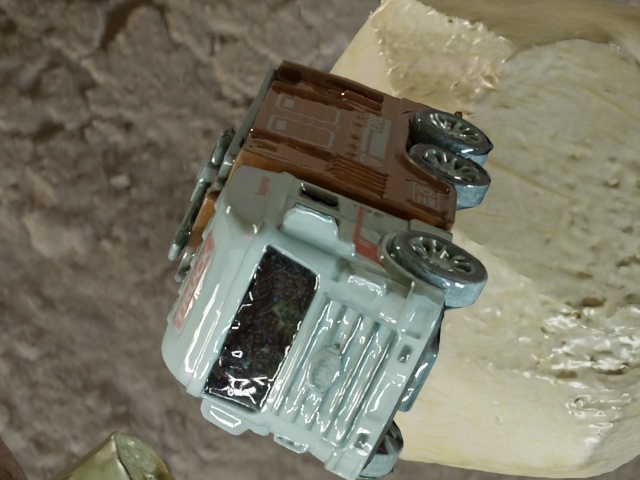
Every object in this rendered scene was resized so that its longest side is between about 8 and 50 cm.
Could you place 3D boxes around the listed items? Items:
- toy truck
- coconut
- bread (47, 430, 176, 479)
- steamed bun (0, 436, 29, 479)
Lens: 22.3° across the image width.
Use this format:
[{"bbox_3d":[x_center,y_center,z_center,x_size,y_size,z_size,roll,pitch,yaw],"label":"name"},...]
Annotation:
[{"bbox_3d":[0.000,0.000,0.942,0.162,0.136,0.305,23,23,-3],"label":"toy truck"},{"bbox_3d":[0.139,-0.009,1.285,0.415,0.344,0.415,-14,56,22],"label":"coconut"},{"bbox_3d":[-0.240,0.404,1.619,0.341,0.210,0.300,-37,64,0],"label":"bread"},{"bbox_3d":[-0.289,0.221,0.958,0.301,0.199,0.251,-25,54,-20],"label":"steamed bun"}]
